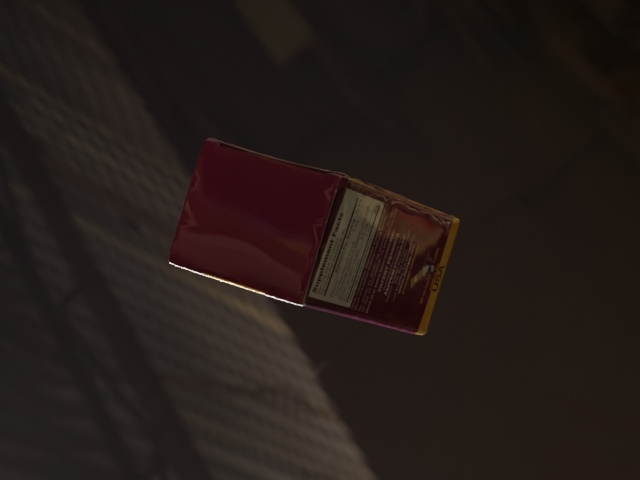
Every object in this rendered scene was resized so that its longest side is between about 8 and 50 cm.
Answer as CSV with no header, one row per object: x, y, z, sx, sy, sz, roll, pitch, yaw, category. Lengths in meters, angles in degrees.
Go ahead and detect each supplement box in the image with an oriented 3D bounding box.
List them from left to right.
0.000,0.000,0.596,0.055,0.043,0.083,17,180,32,supplement box
